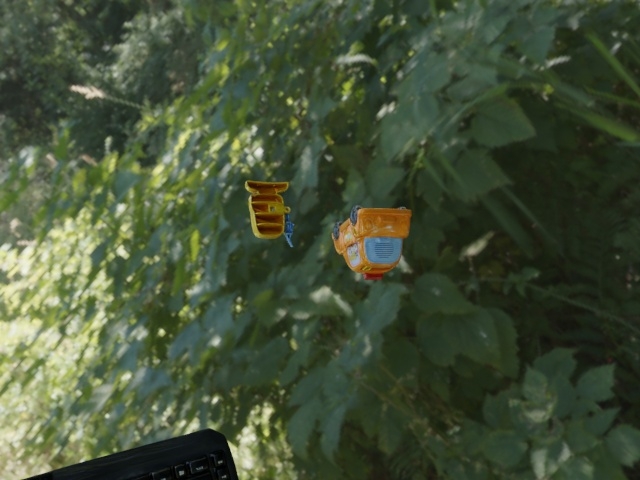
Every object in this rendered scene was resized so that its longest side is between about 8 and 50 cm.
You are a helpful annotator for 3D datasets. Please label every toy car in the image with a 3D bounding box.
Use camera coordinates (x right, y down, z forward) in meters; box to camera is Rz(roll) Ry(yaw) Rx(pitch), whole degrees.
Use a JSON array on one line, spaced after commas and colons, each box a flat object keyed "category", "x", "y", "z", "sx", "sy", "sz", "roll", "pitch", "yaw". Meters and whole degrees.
[{"category": "toy car", "x": 0.000, "y": 0.000, "z": 0.440, "sx": 0.060, "sy": 0.122, "sz": 0.040, "roll": -24, "pitch": 66, "yaw": 51}]

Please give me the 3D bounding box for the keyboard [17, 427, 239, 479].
[{"category": "keyboard", "x": -0.121, "y": 0.159, "z": 0.359, "sx": 0.192, "sy": 0.100, "sz": 0.038, "roll": -12, "pitch": -6, "yaw": -24}]
